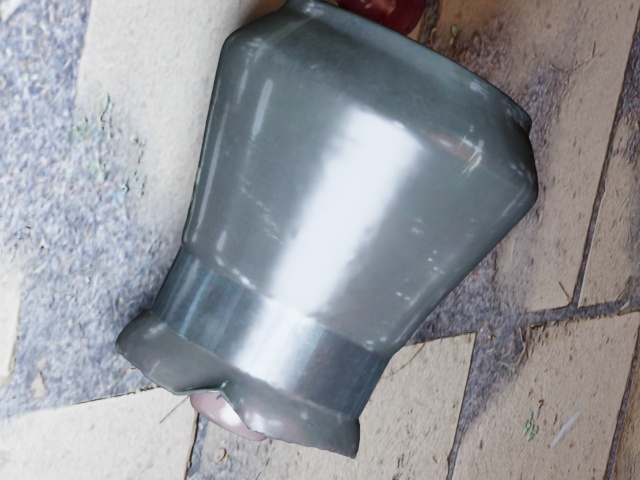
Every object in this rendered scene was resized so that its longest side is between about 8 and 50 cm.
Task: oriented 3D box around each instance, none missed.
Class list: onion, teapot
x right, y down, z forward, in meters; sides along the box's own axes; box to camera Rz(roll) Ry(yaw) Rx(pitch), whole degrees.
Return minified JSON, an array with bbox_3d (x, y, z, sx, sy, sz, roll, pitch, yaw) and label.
[{"bbox_3d":[0.067,-0.265,1.321,0.150,0.140,0.150,51,24,-33],"label":"onion"},{"bbox_3d":[0.000,0.000,1.292,0.361,0.305,0.376,-61,173,1],"label":"teapot"}]
